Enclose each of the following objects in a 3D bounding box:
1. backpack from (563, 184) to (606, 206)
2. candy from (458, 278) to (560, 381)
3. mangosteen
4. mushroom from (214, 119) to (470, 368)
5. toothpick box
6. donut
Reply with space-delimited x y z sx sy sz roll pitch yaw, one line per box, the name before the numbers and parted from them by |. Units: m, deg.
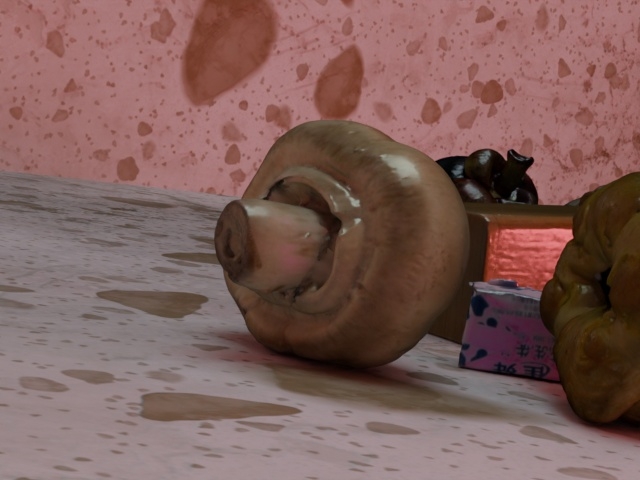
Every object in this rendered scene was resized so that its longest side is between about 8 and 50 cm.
backpack | 0.504 0.029 2.250 0.317 0.197 0.283 14 4 1
candy | 0.225 0.094 1.574 0.160 0.092 0.073 8 6 3
mangosteen | 0.229 -0.041 2.226 0.211 0.211 0.250 6 -38 -35
mushroom | 0.000 0.000 1.455 0.260 0.254 0.234 -37 -33 30
toothpick box | 0.267 0.039 1.834 0.308 0.187 0.190 1 9 -34
donut | 0.295 0.053 1.403 0.128 0.208 0.261 17 25 -9
